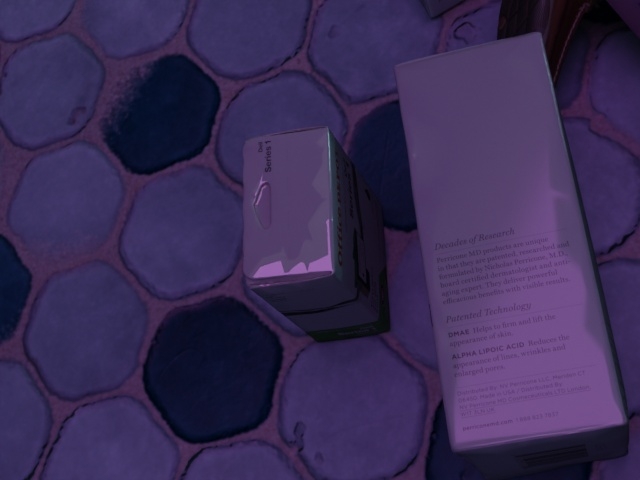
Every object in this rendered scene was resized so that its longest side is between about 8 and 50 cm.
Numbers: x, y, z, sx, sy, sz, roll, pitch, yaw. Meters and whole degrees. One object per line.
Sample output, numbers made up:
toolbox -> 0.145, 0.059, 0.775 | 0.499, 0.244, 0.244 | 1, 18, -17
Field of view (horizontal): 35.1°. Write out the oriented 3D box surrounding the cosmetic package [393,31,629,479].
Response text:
cosmetic package -> 0.187, 0.020, 0.990 | 0.156, 0.217, 0.385 | -13, 67, 13

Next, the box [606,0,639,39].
box -> 0.420, -0.296, 1.011 | 0.213, 0.117, 0.243 | 45, 79, -9

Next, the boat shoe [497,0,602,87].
boat shoe -> 0.278, -0.297, 1.095 | 0.116, 0.123, 0.324 | 9, 103, -13

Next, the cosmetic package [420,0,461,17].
cosmetic package -> 0.200, -0.380, 1.198 | 0.231, 0.085, 0.117 | -28, 65, 4

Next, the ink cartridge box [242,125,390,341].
ink cartridge box -> 0.000, 0.000, 1.051 | 0.092, 0.219, 0.160 | -8, 69, 15
